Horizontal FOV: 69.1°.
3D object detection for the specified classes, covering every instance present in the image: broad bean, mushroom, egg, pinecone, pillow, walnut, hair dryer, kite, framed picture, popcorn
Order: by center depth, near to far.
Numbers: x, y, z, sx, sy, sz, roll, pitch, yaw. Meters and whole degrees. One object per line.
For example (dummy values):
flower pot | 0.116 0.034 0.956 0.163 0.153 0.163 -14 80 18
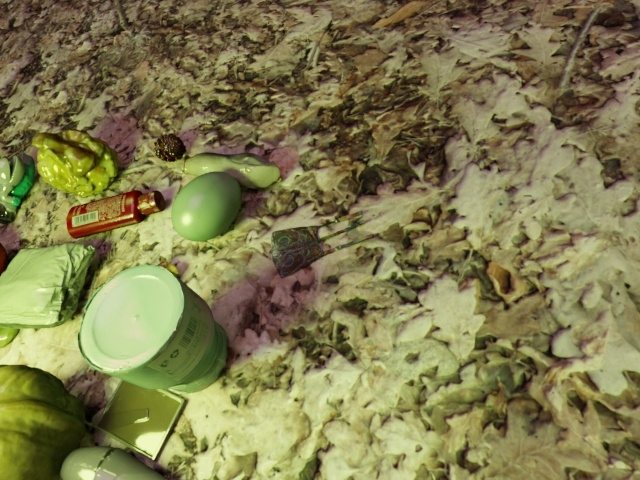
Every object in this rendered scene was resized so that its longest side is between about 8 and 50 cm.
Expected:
hair dryer | -0.453 0.645 0.982 0.300 0.121 0.362 12 73 14
walnut | -0.694 0.438 1.066 0.253 0.277 0.282 8 51 16
framed picture | -0.444 0.427 1.143 0.203 0.015 0.150 14 65 24
kite | 0.000 0.000 1.264 0.285 0.015 0.152 -19 59 9
egg | -0.323 -0.099 1.332 0.168 0.168 0.231 24 63 28
broad bean | -0.933 0.280 1.372 0.063 0.045 0.083 25 62 40
pillow | -0.830 0.127 1.372 0.309 0.138 0.284 -5 53 16
mushroom | -0.286 -0.225 1.445 0.351 0.097 0.109 10 42 26
popcorn | -0.818 -0.267 1.545 0.236 0.251 0.206 3 67 23
pinecone | -0.513 -0.315 1.572 0.109 0.102 0.102 15 65 36

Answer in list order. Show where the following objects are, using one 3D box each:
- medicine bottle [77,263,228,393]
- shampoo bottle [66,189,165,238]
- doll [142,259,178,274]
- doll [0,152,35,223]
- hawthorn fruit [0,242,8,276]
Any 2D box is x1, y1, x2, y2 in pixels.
medicine bottle | -0.360 0.224 1.075 0.244 0.290 0.245 -7 58 11
shampoo bottle | -0.655 -0.091 1.487 0.314 0.076 0.118 -13 56 9
doll | -0.499 0.153 1.279 0.135 0.099 0.241 32 73 7
doll | -1.110 -0.204 1.655 0.194 0.153 0.258 -30 59 15
hawthorn fruit | -1.106 0.065 1.462 0.215 0.215 0.250 8 64 22
